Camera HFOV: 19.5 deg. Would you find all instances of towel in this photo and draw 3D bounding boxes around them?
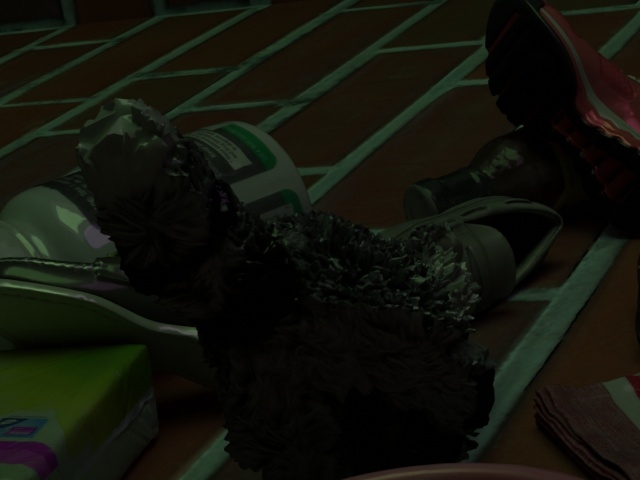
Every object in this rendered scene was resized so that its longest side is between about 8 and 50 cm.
[{"bbox_3d":[0.357,0.130,1.471,0.329,0.037,0.237,-14,18,-12],"label":"towel"}]

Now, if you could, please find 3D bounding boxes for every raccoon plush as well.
[{"bbox_3d":[0.000,0.000,1.491,0.216,0.446,0.299,-21,28,12],"label":"raccoon plush"}]

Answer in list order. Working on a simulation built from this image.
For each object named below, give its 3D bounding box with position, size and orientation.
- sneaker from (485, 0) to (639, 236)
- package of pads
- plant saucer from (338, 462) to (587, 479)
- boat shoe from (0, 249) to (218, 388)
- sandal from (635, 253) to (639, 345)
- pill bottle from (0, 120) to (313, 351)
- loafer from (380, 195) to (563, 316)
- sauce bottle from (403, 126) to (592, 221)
[{"bbox_3d":[0.299,-0.144,2.026,0.136,0.314,0.116,-25,-15,-46],"label":"sneaker"},{"bbox_3d":[-0.292,0.185,1.572,0.229,0.101,0.296,-3,17,18],"label":"package of pads"},{"bbox_3d":[0.055,0.248,1.188,0.332,0.084,0.332,-10,16,3],"label":"plant saucer"},{"bbox_3d":[-0.164,0.062,1.702,0.305,0.109,0.091,13,56,-13],"label":"boat shoe"},{"bbox_3d":[0.339,0.051,1.713,0.090,0.060,0.219,-10,30,21],"label":"sandal"},{"bbox_3d":[-0.198,0.021,1.867,0.361,0.204,0.204,-22,20,-35],"label":"pill bottle"},{"bbox_3d":[0.135,0.021,1.827,0.111,0.112,0.319,-9,14,34],"label":"loafer"},{"bbox_3d":[0.249,-0.079,2.084,0.344,0.111,0.111,-19,19,-26],"label":"sauce bottle"}]
